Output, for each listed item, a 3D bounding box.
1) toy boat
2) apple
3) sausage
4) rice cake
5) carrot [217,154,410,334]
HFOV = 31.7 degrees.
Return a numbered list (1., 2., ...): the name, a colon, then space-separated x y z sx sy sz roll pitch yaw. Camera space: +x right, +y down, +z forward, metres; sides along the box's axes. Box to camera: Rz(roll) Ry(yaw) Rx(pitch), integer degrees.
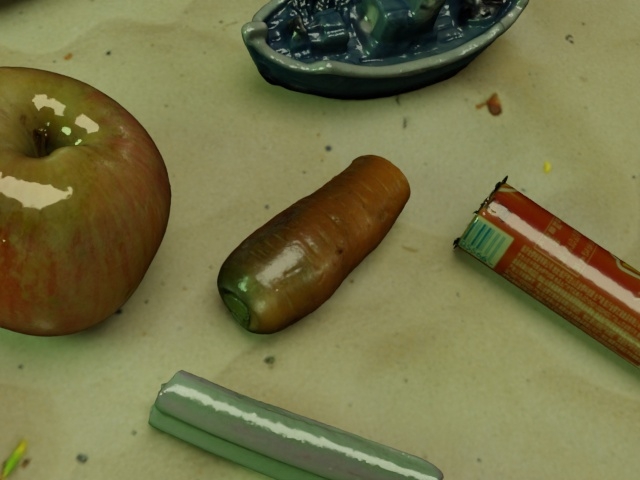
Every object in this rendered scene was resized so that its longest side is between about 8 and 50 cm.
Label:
1. toy boat: 0.068 -0.212 1.040 0.309 0.142 0.129 -16 66 -22
2. apple: -0.217 -0.029 0.857 0.209 0.164 0.209 12 49 -14
3. sausage: 0.242 0.049 0.966 0.264 0.083 0.083 35 59 7
4. rice cake: -0.022 0.154 0.839 0.221 0.080 0.042 21 61 1
5. carrot: 0.000 0.000 0.933 0.087 0.087 0.193 43 61 13
